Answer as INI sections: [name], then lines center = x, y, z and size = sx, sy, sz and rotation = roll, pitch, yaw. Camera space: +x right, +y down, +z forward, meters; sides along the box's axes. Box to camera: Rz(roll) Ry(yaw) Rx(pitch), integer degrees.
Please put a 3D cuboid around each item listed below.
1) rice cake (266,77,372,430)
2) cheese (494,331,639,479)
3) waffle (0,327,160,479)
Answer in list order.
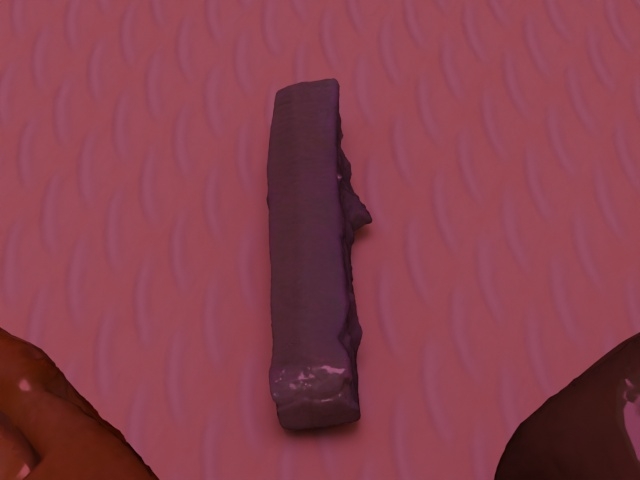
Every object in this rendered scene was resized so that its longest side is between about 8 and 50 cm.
[rice cake]
center = 0.000, 0.000, 0.606
size = 0.042, 0.030, 0.180
rotation = -6, 44, 4
[cheese]
center = 0.169, 0.091, 0.463
size = 0.175, 0.091, 0.202
rotation = -22, 48, -16
[waffle]
center = -0.069, 0.179, 0.367
size = 0.224, 0.098, 0.327
rotation = -35, 50, -21
